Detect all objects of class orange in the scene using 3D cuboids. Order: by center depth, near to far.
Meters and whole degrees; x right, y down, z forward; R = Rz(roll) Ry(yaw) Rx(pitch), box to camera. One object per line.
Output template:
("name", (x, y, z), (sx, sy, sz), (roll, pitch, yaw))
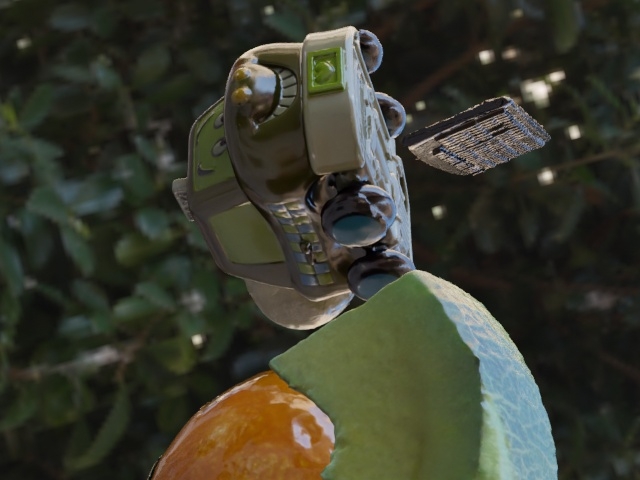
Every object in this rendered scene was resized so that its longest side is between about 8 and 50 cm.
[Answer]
("orange", (-0.011, 0.216, 1.263), (0.246, 0.246, 0.246), (165, -90, -71))

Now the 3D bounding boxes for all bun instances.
("bun", (0.000, 0.000, 1.688), (0.166, 0.113, 0.173), (50, 44, -44))

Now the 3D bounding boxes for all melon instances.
("melon", (0.023, 0.110, 0.631), (0.064, 0.118, 0.209), (44, 46, -49))

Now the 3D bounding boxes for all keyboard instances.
("keyboard", (0.119, -0.074, 1.267), (0.250, 0.087, 0.017), (8, 59, -77))

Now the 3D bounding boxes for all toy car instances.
("toy car", (-0.028, -0.053, 1.442), (0.248, 0.198, 0.204), (68, 17, -51))
